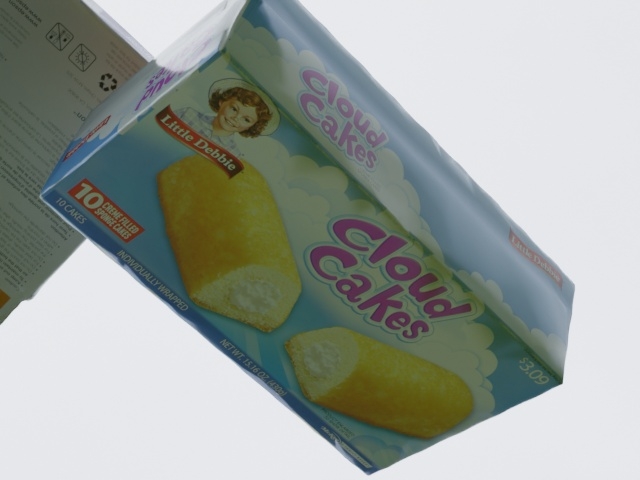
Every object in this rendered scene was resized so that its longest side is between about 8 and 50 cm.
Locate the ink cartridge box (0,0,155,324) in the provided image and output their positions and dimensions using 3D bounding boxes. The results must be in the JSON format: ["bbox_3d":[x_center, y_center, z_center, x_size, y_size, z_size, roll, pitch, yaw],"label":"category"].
[{"bbox_3d":[-0.227,-0.079,0.838,0.223,0.045,0.224,44,-80,-11],"label":"ink cartridge box"}]

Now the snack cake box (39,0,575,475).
[{"bbox_3d":[0.000,0.000,0.735,0.264,0.089,0.152,43,-52,-20],"label":"snack cake box"}]
